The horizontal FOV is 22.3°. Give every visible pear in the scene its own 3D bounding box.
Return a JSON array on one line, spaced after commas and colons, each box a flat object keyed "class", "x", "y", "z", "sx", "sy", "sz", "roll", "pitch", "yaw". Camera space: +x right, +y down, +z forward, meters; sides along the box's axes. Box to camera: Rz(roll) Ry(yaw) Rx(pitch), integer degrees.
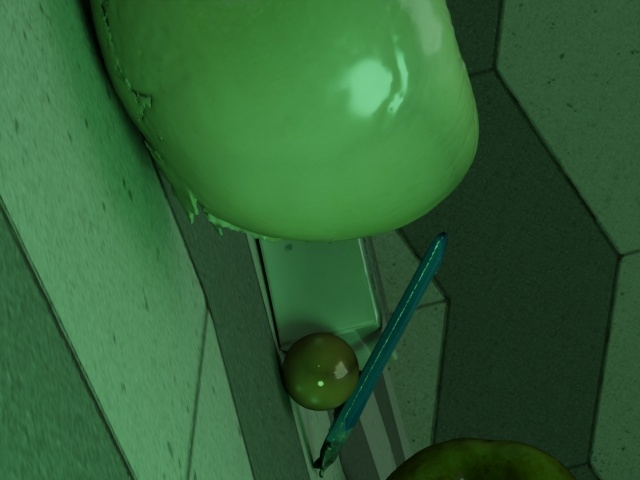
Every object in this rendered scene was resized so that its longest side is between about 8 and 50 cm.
[{"class": "pear", "x": 0.193, "y": 0.401, "z": 2.022, "sx": 0.304, "sy": 0.304, "sz": 0.304, "roll": -15, "pitch": 90, "yaw": -86}]

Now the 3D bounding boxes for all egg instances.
[{"class": "egg", "x": 0.000, "y": 0.136, "z": 1.657, "sx": 0.096, "sy": 0.080, "sz": 0.080, "roll": -100, "pitch": 175, "yaw": -77}]

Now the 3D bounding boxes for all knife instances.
[{"class": "knife", "x": 0.062, "y": 0.121, "z": 1.726, "sx": 0.297, "sy": 0.026, "sz": 0.044, "roll": -62, "pitch": 157, "yaw": 3}]

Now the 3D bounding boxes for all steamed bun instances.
[{"class": "steamed bun", "x": -0.041, "y": -0.161, "z": 1.115, "sx": 0.312, "sy": 0.233, "sz": 0.334, "roll": 60, "pitch": 7, "yaw": -66}]

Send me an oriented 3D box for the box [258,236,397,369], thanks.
[{"class": "box", "x": -0.003, "y": 0.000, "z": 1.832, "sx": 0.203, "sy": 0.116, "sz": 0.274, "roll": 61, "pitch": 16, "yaw": -73}]
